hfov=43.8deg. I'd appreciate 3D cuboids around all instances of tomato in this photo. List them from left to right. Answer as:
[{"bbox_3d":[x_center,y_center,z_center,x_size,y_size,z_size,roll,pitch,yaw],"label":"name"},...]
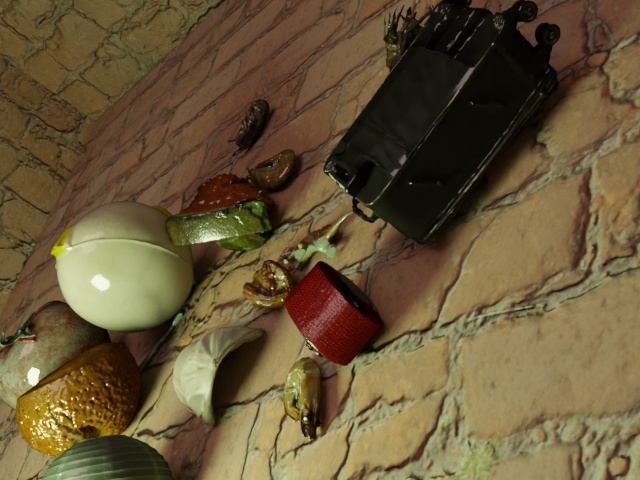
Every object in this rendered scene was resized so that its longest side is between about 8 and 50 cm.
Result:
[{"bbox_3d":[-0.710,0.317,2.105,0.317,0.282,0.316,-40,18,16],"label":"tomato"}]

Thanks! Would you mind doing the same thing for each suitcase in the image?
[{"bbox_3d":[0.201,-0.211,1.378,0.434,0.194,0.283,-52,28,5],"label":"suitcase"}]

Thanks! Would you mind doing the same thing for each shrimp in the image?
[{"bbox_3d":[-0.205,-0.318,2.267,0.073,0.075,0.190,24,90,30],"label":"shrimp"},{"bbox_3d":[-0.124,-0.177,2.003,0.115,0.051,0.217,-56,26,-17],"label":"shrimp"},{"bbox_3d":[-0.034,0.274,1.369,0.099,0.041,0.180,-45,30,20],"label":"shrimp"},{"bbox_3d":[0.217,-0.403,1.660,0.172,0.137,0.372,-3,56,11],"label":"shrimp"}]

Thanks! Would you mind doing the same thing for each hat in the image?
[{"bbox_3d":[-0.244,0.244,1.632,0.226,0.164,0.219,13,68,38],"label":"hat"}]

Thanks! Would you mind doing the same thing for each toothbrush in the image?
[{"bbox_3d":[-0.412,0.268,1.987,0.219,0.016,0.019,-54,26,0],"label":"toothbrush"}]

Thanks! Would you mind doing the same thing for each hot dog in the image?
[{"bbox_3d":[-0.110,0.094,1.664,0.099,0.065,0.147,-50,25,-8],"label":"hot dog"}]

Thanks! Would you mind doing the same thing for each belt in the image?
[{"bbox_3d":[0.014,0.129,1.365,0.124,0.128,0.201,-49,29,8],"label":"belt"}]

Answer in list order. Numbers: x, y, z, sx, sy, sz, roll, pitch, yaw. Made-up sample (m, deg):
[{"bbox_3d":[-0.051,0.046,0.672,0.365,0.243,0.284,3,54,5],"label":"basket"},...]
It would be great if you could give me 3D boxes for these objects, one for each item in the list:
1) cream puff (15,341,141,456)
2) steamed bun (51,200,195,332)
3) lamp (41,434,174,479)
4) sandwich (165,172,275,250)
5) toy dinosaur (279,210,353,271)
[{"bbox_3d":[-0.551,0.381,1.855,0.303,0.212,0.303,-28,5,3],"label":"cream puff"},{"bbox_3d":[-0.474,0.067,1.949,0.374,0.334,0.333,99,-172,-60],"label":"steamed bun"},{"bbox_3d":[-0.409,0.490,1.502,0.233,0.265,0.233,176,90,-79],"label":"lamp"},{"bbox_3d":[-0.216,-0.054,1.911,0.251,0.162,0.301,-11,23,11],"label":"sandwich"},{"bbox_3d":[-0.001,0.001,1.630,0.212,0.057,0.142,-34,13,12],"label":"toy dinosaur"}]
